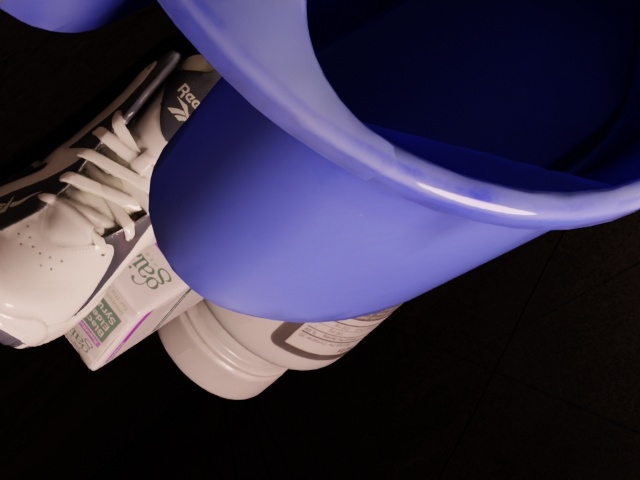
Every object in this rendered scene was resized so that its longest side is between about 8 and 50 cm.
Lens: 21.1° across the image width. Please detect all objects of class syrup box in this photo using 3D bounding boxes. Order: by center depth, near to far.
[{"bbox_3d":[-0.091,-0.015,1.209,0.237,0.093,0.096,-33,172,-42],"label":"syrup box"}]

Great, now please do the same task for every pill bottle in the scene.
[{"bbox_3d":[0.000,0.000,1.473,0.318,0.176,0.176,-43,173,31],"label":"pill bottle"}]

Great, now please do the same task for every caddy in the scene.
[{"bbox_3d":[0.053,-0.126,0.552,0.341,0.241,0.179,-35,179,-38],"label":"caddy"}]

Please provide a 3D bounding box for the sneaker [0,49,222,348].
[{"bbox_3d":[-0.104,-0.040,0.957,0.153,0.094,0.235,-45,172,34],"label":"sneaker"}]
